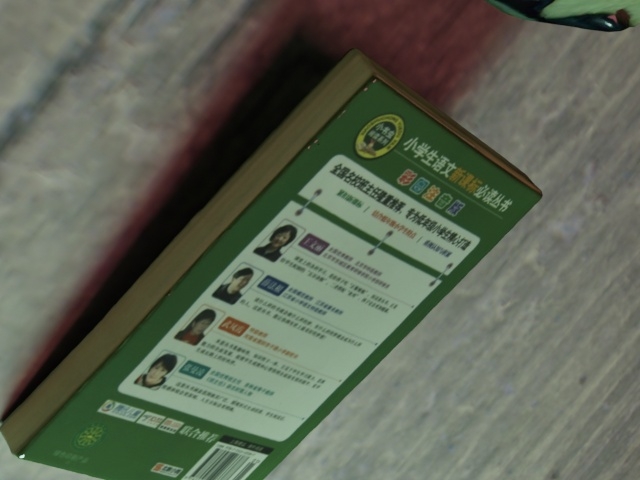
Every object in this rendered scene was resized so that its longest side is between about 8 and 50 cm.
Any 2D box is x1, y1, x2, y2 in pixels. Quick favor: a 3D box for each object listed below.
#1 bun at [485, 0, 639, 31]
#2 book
[{"bbox_3d":[0.179,-0.208,0.749,0.283,0.179,0.283,-9,173,-1],"label":"bun"},{"bbox_3d":[-0.017,0.035,0.871,0.264,0.027,0.202,-46,145,11],"label":"book"}]
